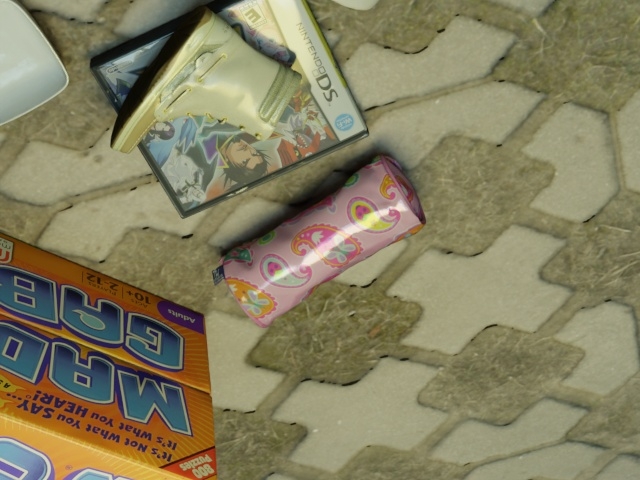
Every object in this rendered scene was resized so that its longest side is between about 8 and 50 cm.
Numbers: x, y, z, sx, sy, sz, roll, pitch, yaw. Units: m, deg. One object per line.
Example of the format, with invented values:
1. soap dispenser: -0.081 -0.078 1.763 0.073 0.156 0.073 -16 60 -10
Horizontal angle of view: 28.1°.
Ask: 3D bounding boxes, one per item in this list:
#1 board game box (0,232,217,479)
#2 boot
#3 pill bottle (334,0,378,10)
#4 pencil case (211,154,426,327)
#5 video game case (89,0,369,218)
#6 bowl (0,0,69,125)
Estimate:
1. board game box: -0.381 0.265 1.675 0.357 0.356 0.356 24 117 -22
2. boot: -0.141 -0.160 1.560 0.165 0.077 0.213 31 111 -27
3. pill bottle: 0.076 -0.427 1.399 0.176 0.176 0.318 27 115 -23
4. pencil case: 0.000 0.000 1.704 0.284 0.124 0.124 -32 122 13
5. video game case: -0.110 -0.179 1.617 0.275 0.035 0.248 -24 123 7
6. bowl: -0.389 -0.220 1.539 0.142 0.053 0.142 -27 123 9
